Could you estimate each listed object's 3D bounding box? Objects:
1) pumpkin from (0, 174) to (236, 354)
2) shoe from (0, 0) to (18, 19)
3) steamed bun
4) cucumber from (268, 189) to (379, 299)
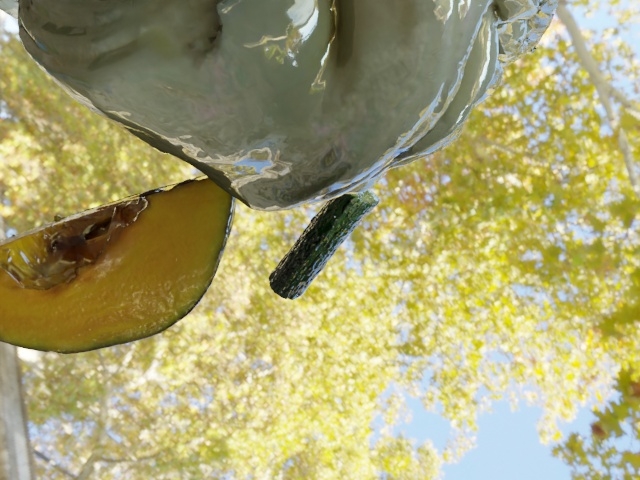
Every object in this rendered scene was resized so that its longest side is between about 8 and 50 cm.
[{"bbox_3d":[-0.219,0.026,0.801,0.312,0.148,0.169,-17,-173,-8],"label":"pumpkin"},{"bbox_3d":[-0.577,-0.515,1.311,0.159,0.316,0.124,1,-108,29],"label":"shoe"},{"bbox_3d":[0.010,-0.152,0.524,0.339,0.247,0.352,-8,-162,30],"label":"steamed bun"},{"bbox_3d":[-0.001,-0.001,0.982,0.187,0.058,0.058,-51,-148,18],"label":"cucumber"}]
